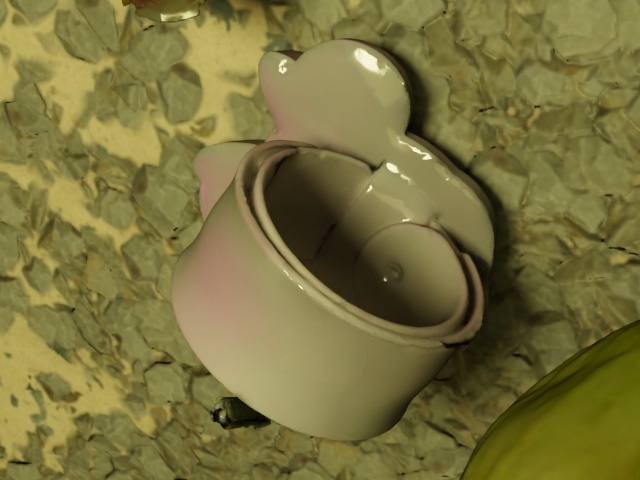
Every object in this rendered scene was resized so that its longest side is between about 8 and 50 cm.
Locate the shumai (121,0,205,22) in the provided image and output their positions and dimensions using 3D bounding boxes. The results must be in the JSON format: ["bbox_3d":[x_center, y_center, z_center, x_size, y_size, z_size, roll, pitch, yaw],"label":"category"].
[{"bbox_3d":[-0.107,-0.236,0.775,0.209,0.153,0.161,-7,115,24],"label":"shumai"}]

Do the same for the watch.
[{"bbox_3d":[0.000,0.000,0.777,0.248,0.217,0.211,40,121,5],"label":"watch"}]

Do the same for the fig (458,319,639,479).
[{"bbox_3d":[0.253,0.188,0.690,0.343,0.343,0.343,9,114,22],"label":"fig"}]

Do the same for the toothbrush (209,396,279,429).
[{"bbox_3d":[-0.046,0.124,0.832,0.028,0.294,0.026,-20,81,6],"label":"toothbrush"}]
